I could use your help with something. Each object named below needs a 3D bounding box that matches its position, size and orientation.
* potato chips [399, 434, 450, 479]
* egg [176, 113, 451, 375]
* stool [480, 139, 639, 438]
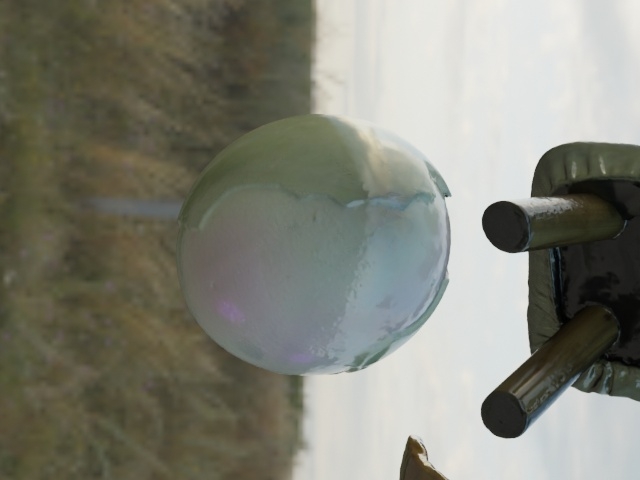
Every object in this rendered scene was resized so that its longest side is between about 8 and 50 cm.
[{"bbox_3d":[0.118,0.268,1.481,0.208,0.062,0.195,57,-6,9],"label":"potato chips"},{"bbox_3d":[0.000,0.000,1.158,0.217,0.183,0.183,144,-51,-64],"label":"egg"},{"bbox_3d":[0.332,0.069,1.843,0.226,0.310,0.310,-29,123,-54],"label":"stool"}]
